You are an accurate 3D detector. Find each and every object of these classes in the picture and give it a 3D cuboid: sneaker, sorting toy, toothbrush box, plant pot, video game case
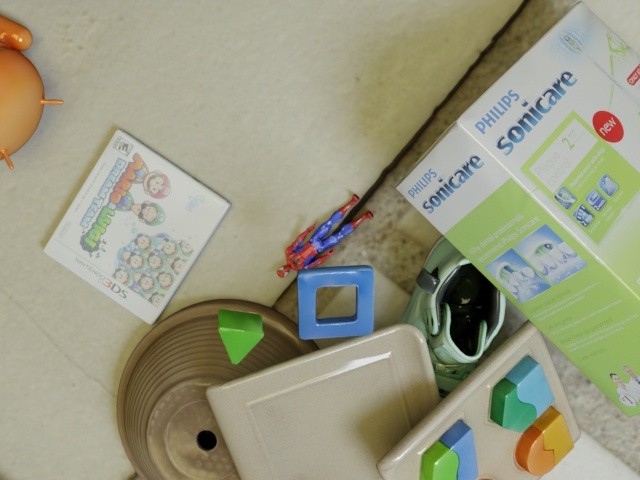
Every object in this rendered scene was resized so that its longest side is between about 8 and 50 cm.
[{"bbox_3d":[0.103,0.119,0.760,0.094,0.151,0.255,16,98,3],"label":"sneaker"},{"bbox_3d":[0.014,0.171,0.735,0.196,0.047,0.347,-17,116,0],"label":"sorting toy"},{"bbox_3d":[0.243,-0.029,0.685,0.283,0.122,0.206,45,60,4],"label":"toothbrush box"},{"bbox_3d":[0.158,0.194,0.731,0.193,0.038,0.208,-40,131,-14],"label":"sorting toy"},{"bbox_3d":[-0.103,0.183,0.811,0.237,0.110,0.237,1,95,7],"label":"plant pot"},{"bbox_3d":[-0.194,-0.013,0.847,0.143,0.019,0.157,34,98,2],"label":"video game case"}]

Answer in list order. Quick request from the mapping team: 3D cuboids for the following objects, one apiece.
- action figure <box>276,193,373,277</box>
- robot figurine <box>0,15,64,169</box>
[{"bbox_3d":[0.000,0.000,0.824,0.115,0.030,0.038,-40,95,10],"label":"action figure"},{"bbox_3d":[-0.373,-0.157,0.800,0.219,0.158,0.128,30,120,3],"label":"robot figurine"}]
